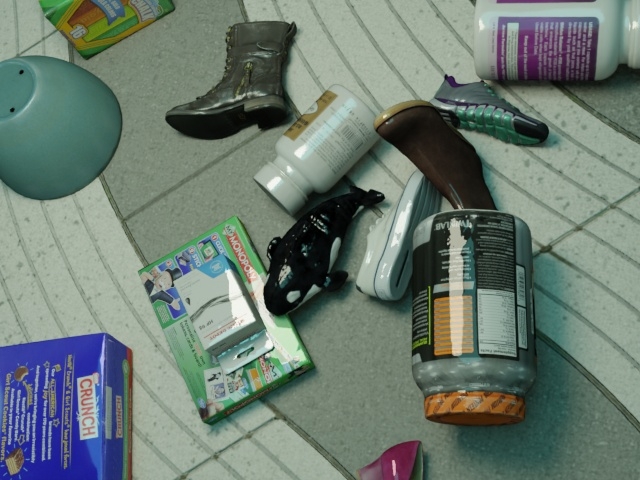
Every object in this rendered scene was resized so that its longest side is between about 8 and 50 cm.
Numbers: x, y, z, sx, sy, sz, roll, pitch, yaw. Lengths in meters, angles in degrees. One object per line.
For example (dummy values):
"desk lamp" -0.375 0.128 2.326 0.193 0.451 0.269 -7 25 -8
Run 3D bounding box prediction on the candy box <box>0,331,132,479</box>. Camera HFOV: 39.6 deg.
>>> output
"candy box" -0.497 0.321 1.564 0.317 0.122 0.268 -9 68 13

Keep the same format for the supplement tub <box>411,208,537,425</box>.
"supplement tub" 0.240 0.125 1.400 0.194 0.193 0.316 -2 71 14

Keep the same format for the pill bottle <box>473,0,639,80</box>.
"pill bottle" 0.425 -0.361 1.540 0.302 0.169 0.169 4 72 16

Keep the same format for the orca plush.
"orca plush" 0.000 0.000 1.533 0.287 0.102 0.151 -38 68 -13

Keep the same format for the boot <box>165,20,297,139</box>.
"boot" -0.172 -0.324 1.741 0.263 0.091 0.229 -6 64 8

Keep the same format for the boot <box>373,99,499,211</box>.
"boot" 0.205 -0.122 1.478 0.090 0.248 0.206 -38 65 31

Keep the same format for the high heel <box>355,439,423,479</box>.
"high heel" 0.150 0.435 1.374 0.117 0.082 0.244 -32 53 13

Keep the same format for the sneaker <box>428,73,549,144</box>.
"sneaker" 0.305 -0.242 1.578 0.224 0.083 0.098 18 71 21

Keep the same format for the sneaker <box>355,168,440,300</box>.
"sneaker" 0.129 -0.019 1.539 0.091 0.094 0.258 7 62 38

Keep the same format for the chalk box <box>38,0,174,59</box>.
"chalk box" -0.427 -0.545 1.827 0.289 0.180 0.179 -28 66 5

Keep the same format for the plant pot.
"plant pot" -0.567 -0.249 1.748 0.290 0.195 0.290 -5 70 14

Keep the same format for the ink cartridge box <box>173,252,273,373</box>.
"ink cartridge box" -0.166 0.126 1.529 0.104 0.060 0.180 -30 66 2

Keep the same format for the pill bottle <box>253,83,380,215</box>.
"pill bottle" -0.008 -0.159 1.602 0.229 0.131 0.131 -46 66 -4

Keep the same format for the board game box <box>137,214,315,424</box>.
"board game box" -0.173 0.138 1.585 0.214 0.046 0.317 -29 66 2
